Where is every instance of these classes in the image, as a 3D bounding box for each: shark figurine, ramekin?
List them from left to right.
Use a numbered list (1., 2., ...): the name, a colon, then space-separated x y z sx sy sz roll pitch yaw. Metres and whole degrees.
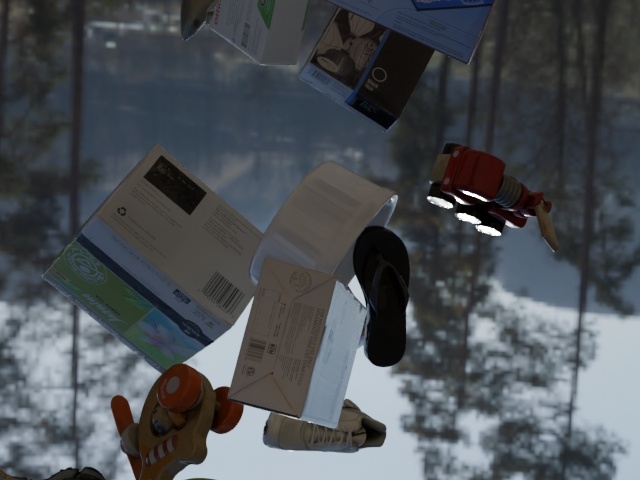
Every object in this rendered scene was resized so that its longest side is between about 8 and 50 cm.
1. shark figurine: -0.187 -0.430 1.797 0.116 0.166 0.278 26 -152 -27
2. ramekin: 0.000 0.000 2.070 0.135 0.277 0.277 34 -173 8

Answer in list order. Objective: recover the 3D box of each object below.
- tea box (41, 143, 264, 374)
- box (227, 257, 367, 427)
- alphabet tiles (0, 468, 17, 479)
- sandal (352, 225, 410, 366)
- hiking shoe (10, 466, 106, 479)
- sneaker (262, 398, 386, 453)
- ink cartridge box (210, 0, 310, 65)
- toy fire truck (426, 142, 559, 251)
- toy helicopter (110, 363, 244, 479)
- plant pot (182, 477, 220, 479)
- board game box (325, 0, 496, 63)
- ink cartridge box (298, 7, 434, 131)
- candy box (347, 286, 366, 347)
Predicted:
1. tea box: -0.311 0.047 2.404 0.329 0.220 0.323 40 143 -9
2. box: -0.020 0.131 1.483 0.087 0.169 0.290 13 171 11
3. alphabet tiles: -0.448 0.370 1.808 0.285 0.011 0.342 32 159 12
4. sandal: 0.115 0.097 2.105 0.097 0.254 0.054 -12 -163 -15
5. hiking shoe: -0.514 0.472 2.110 0.304 0.113 0.132 -15 -155 -3
6. sneaker: 0.011 0.352 2.316 0.118 0.110 0.292 19 -171 41
7. ink cartridge box: -0.119 -0.448 2.391 0.093 0.154 0.212 -5 -150 -35
8. toy fire truck: 0.350 -0.077 2.345 0.217 0.158 0.246 28 166 -34
9. toy helicopter: -0.290 0.386 2.135 0.235 0.355 0.140 -5 151 42
10. plant pot: -0.252 0.710 2.634 0.275 0.275 0.293 3 -137 18
11. board game box: 0.106 -0.365 1.693 0.281 0.145 0.027 27 -158 13
12. ink cartridge box: 0.110 -0.346 1.918 0.165 0.332 0.065 30 155 -8
13. candy box: -0.012 0.133 2.480 0.159 0.233 0.071 -34 159 5
